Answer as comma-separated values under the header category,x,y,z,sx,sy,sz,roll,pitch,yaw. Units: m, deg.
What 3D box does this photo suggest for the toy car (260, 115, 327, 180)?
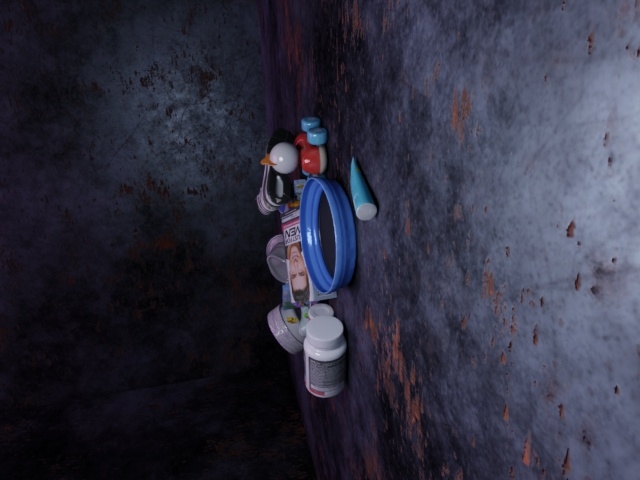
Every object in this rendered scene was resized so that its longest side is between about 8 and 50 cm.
category,x,y,z,sx,sy,sz,roll,pitch,yaw
toy car,-0.104,-0.317,1.564,0.210,0.237,0.219,-110,17,-51

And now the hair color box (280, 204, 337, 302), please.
category,x,y,z,sx,sy,sz,roll,pitch,yaw
hair color box,-0.053,0.056,1.709,0.185,0.113,0.375,-18,79,57

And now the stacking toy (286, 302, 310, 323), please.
category,x,y,z,sx,sy,sz,roll,pitch,yaw
stacking toy,-0.074,0.295,2.000,0.221,0.052,0.167,-25,46,50

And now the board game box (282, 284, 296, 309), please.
category,x,y,z,sx,sy,sz,roll,pitch,yaw
board game box,-0.121,0.292,2.240,0.212,0.159,0.039,97,162,-52

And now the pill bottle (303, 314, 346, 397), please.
category,x,y,z,sx,sy,sz,roll,pitch,yaw
pill bottle,0.018,0.433,1.592,0.161,0.161,0.284,-114,21,-58

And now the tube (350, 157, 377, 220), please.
category,x,y,z,sx,sy,sz,roll,pitch,yaw
tube,0.101,-0.135,1.120,0.207,0.052,0.080,-101,15,-49

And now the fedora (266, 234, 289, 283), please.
category,x,y,z,sx,sy,sz,roll,pitch,yaw
fedora,-0.183,0.118,2.175,0.275,0.243,0.124,49,-146,-7

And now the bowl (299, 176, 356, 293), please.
category,x,y,z,sx,sy,sz,roll,pitch,yaw
bowl,0.018,-0.018,1.430,0.391,0.077,0.392,174,90,-72

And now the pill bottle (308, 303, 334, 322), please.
category,x,y,z,sx,sy,sz,roll,pitch,yaw
pill bottle,0.003,0.364,1.770,0.108,0.107,0.180,-113,20,-57

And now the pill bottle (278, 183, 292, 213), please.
category,x,y,z,sx,sy,sz,roll,pitch,yaw
pill bottle,-0.177,-0.214,2.320,0.221,0.124,0.125,119,143,-71

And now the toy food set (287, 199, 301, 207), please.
category,x,y,z,sx,sy,sz,roll,pitch,yaw
toy food set,-0.093,-0.070,2.017,0.111,0.104,0.233,-114,20,-57

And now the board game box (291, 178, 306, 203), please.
category,x,y,z,sx,sy,sz,roll,pitch,yaw
board game box,-0.105,-0.219,2.112,0.194,0.060,0.195,118,144,-73

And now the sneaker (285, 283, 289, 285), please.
category,x,y,z,sx,sy,sz,roll,pitch,yaw
sneaker,-0.128,0.101,2.323,0.150,0.135,0.367,-79,-7,-60

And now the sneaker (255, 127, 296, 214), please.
category,x,y,z,sx,sy,sz,roll,pitch,yaw
sneaker,-0.249,-0.335,2.141,0.257,0.168,0.448,-34,44,53

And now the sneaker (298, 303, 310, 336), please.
category,x,y,z,sx,sy,sz,roll,pitch,yaw
sneaker,-0.033,0.325,2.053,0.151,0.094,0.256,-43,34,46

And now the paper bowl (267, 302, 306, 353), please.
category,x,y,z,sx,sy,sz,roll,pitch,yaw
paper bowl,-0.152,0.477,2.369,0.284,0.148,0.284,51,-171,-11

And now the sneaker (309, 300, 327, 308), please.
category,x,y,z,sx,sy,sz,roll,pitch,yaw
sneaker,0.001,0.211,1.843,0.098,0.083,0.224,3,102,54
